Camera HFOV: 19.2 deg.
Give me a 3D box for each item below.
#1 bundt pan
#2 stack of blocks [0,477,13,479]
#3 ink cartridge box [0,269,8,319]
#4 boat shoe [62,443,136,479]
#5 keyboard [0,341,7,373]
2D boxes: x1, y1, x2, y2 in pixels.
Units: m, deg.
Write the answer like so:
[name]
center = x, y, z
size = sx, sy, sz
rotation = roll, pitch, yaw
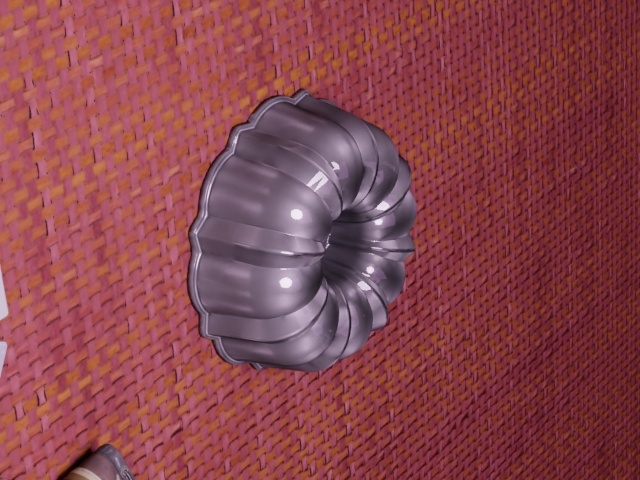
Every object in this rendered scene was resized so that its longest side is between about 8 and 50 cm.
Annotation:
[bundt pan]
center = 0.000, 0.000, 2.143
size = 0.331, 0.124, 0.330
rotation = -25, 122, -50
[stack of blocks]
center = -0.291, 0.275, 1.760
size = 0.297, 0.171, 0.087
rotation = 29, 77, -60
[ink cartridge box]
center = -0.379, 0.037, 1.639
size = 0.208, 0.087, 0.153
rotation = -37, 131, -44
[boat shoe]
center = -0.198, 0.305, 2.011
size = 0.073, 0.080, 0.223
rotation = -49, 134, -26
[keyboard]
center = -0.354, 0.220, 1.817
size = 0.072, 0.014, 0.256
rotation = 9, 95, -61
